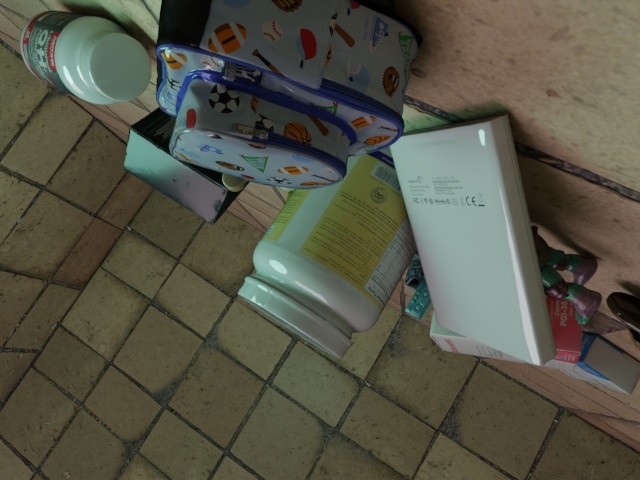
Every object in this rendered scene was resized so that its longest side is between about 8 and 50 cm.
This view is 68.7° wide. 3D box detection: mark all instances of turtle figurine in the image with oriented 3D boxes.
[{"bbox_3d":[0.297,0.030,0.713,0.234,0.175,0.118,23,153,6],"label":"turtle figurine"}]

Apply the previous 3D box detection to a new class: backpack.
[{"bbox_3d":[-0.037,-0.164,0.499,0.263,0.213,0.276,4,-175,-20],"label":"backpack"}]

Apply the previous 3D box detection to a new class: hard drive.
[{"bbox_3d":[0.197,-0.002,0.635,0.203,0.040,0.307,14,126,64],"label":"hard drive"}]

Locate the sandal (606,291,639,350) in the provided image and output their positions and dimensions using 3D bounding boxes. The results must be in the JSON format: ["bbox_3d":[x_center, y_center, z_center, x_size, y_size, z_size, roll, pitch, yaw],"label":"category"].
[{"bbox_3d":[0.539,0.159,0.743,0.219,0.060,0.090,28,-148,-12],"label":"sandal"}]

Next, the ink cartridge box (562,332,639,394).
[{"bbox_3d":[0.642,0.286,1.138,0.139,0.082,0.190,33,173,-5],"label":"ink cartridge box"}]

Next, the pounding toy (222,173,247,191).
[{"bbox_3d":[-0.097,-0.166,0.762,0.181,0.206,0.094,33,172,-6],"label":"pounding toy"}]

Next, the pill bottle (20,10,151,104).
[{"bbox_3d":[-0.507,-0.397,1.022,0.318,0.176,0.176,26,170,36],"label":"pill bottle"}]

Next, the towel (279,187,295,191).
[{"bbox_3d":[-0.076,-0.144,1.069,0.152,0.023,0.113,15,163,48],"label":"towel"}]

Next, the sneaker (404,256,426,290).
[{"bbox_3d":[0.312,0.110,1.164,0.104,0.125,0.262,36,171,-27],"label":"sneaker"}]

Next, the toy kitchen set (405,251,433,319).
[{"bbox_3d":[0.189,0.062,1.097,0.207,0.166,0.122,31,-179,35],"label":"toy kitchen set"}]

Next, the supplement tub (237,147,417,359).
[{"bbox_3d":[0.035,0.006,0.805,0.241,0.331,0.241,31,167,8],"label":"supplement tub"}]

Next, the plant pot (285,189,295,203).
[{"bbox_3d":[0.000,0.000,1.039,0.187,0.212,0.212,11,159,-5],"label":"plant pot"}]

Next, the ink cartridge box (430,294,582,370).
[{"bbox_3d":[0.403,0.190,1.019,0.283,0.117,0.207,4,159,26],"label":"ink cartridge box"}]

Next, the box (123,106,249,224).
[{"bbox_3d":[-0.196,-0.179,0.855,0.184,0.261,0.103,31,134,-2],"label":"box"}]
